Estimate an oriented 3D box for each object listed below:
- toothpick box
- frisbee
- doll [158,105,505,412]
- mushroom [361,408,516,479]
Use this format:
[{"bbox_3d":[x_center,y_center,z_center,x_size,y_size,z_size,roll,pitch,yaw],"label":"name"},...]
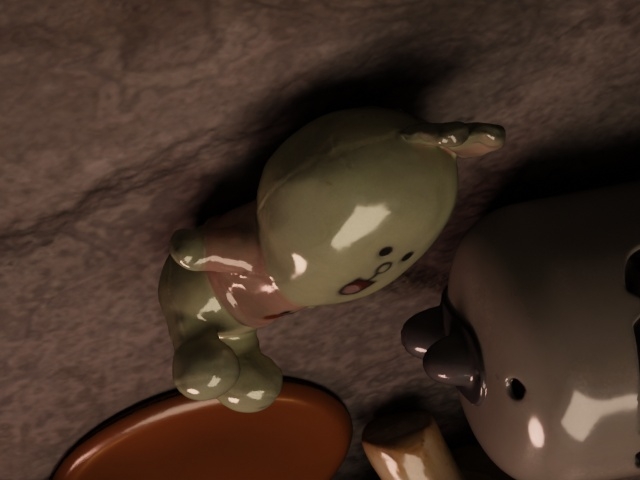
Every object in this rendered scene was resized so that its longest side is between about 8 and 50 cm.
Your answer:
[{"bbox_3d":[0.220,0.057,1.403,0.316,0.229,0.229,-9,146,-12],"label":"toothpick box"},{"bbox_3d":[-0.093,0.184,1.584,0.250,0.021,0.251,-12,146,-8],"label":"frisbee"},{"bbox_3d":[-0.008,-0.008,1.273,0.275,0.113,0.155,-45,149,23],"label":"doll"},{"bbox_3d":[0.108,0.230,1.620,0.207,0.207,0.215,-27,114,12],"label":"mushroom"}]
